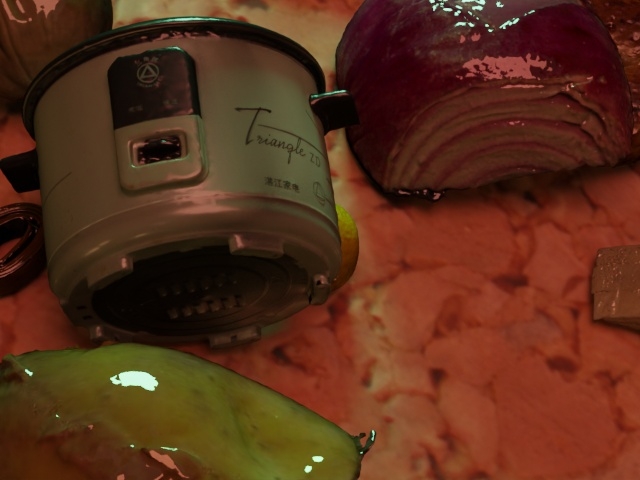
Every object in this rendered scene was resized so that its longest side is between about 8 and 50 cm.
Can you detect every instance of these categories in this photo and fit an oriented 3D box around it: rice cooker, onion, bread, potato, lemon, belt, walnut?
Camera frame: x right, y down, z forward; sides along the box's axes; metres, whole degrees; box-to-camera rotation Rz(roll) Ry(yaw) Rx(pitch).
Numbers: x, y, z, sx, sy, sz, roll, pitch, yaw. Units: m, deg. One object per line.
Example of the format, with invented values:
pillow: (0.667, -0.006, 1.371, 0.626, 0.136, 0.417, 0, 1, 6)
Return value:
rice cooker: (-0.106, -0.053, 1.347, 0.280, 0.241, 0.227, -11, 65, 6)
onion: (0.133, -0.171, 1.504, 0.250, 0.111, 0.247, -11, 61, 4)
bread: (0.254, -0.147, 1.578, 0.193, 0.064, 0.193, 2, 60, -3)
bread: (0.318, 0.055, 1.497, 0.152, 0.105, 0.077, -3, 56, 23)
potato: (-0.144, 0.173, 1.176, 0.237, 0.289, 0.301, 38, 37, -9)
lemon: (0.000, 0.000, 1.439, 0.065, 0.065, 0.092, -10, 66, -17)
belt: (-0.253, 0.007, 1.401, 0.059, 0.036, 0.083, 34, 59, 16)
walnut: (-0.245, -0.195, 1.461, 0.140, 0.140, 0.162, -14, 79, -18)
